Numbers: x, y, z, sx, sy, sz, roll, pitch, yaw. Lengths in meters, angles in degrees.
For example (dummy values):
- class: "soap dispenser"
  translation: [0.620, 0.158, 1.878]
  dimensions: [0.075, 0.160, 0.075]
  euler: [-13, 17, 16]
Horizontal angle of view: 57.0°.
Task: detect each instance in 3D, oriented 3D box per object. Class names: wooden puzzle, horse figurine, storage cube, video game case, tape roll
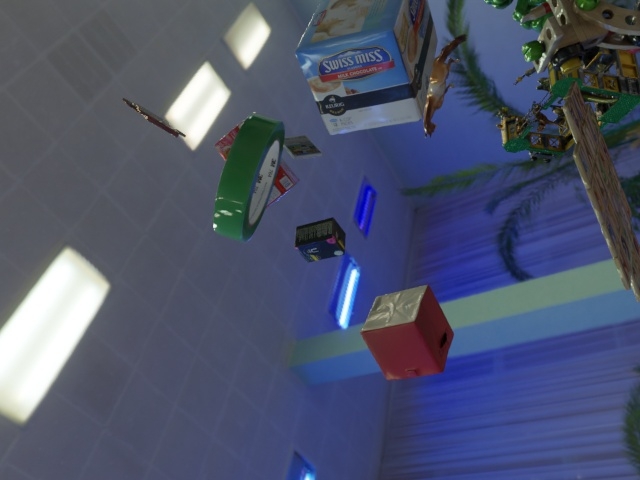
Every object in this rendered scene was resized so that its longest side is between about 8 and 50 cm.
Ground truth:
- class: "wooden puzzle"
  translation: [-0.187, -0.136, 0.663]
  dimensions: [0.083, 0.006, 0.049]
  euler: [30, -173, -34]
- class: "horse figurine"
  translation: [0.334, -0.441, 1.639]
  dimensions: [0.174, 0.066, 0.263]
  euler: [-47, -27, -40]
- class: "storage cube"
  translation: [0.258, 0.275, 1.750]
  dimensions: [0.193, 0.215, 0.183]
  euler: [61, -145, -20]
- class: "video game case"
  translation: [-0.058, -0.268, 1.690]
  dimensions: [0.087, 0.011, 0.122]
  euler: [-11, -142, -23]
- class: "tape roll"
  translation: [-0.176, -0.157, 1.488]
  dimensions: [0.077, 0.321, 0.321]
  euler: [19, -139, 3]

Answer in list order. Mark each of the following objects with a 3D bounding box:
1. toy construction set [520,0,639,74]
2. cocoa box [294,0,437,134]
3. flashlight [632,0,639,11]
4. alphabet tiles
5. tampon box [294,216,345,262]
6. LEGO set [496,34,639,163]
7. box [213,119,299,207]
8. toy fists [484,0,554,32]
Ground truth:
- class: "toy construction set"
  translation: [0.457, -0.432, 1.109]
  dimensions: [0.257, 0.237, 0.309]
  euler: [64, -177, -11]
- class: "cocoa box"
  translation: [0.121, -0.451, 1.363]
  dimensions: [0.228, 0.231, 0.347]
  euler: [63, -147, -40]
- class: "flashlight"
  translation: [0.676, -0.569, 1.102]
  dimensions: [0.103, 0.103, 0.304]
  euler: [-23, -48, -67]
- class: "alphabet tiles"
  translation: [0.468, -0.085, 0.964]
  dimensions: [0.342, 0.011, 0.285]
  euler: [63, -145, -13]
- class: "tampon box"
  translation: [0.000, 0.000, 2.239]
  dimensions: [0.120, 0.161, 0.101]
  euler: [50, -145, -46]
- class: "LEGO set"
  translation: [0.554, -0.343, 1.338]
  dimensions: [0.331, 0.255, 0.192]
  euler: [96, 177, -65]
- class: "box"
  translation: [-0.198, -0.243, 1.860]
  dimensions: [0.257, 0.128, 0.122]
  euler: [50, -168, -6]
- class: "toy fists"
  translation: [0.542, -0.670, 1.595]
  dimensions: [0.279, 0.142, 0.096]
  euler: [38, -141, 9]
